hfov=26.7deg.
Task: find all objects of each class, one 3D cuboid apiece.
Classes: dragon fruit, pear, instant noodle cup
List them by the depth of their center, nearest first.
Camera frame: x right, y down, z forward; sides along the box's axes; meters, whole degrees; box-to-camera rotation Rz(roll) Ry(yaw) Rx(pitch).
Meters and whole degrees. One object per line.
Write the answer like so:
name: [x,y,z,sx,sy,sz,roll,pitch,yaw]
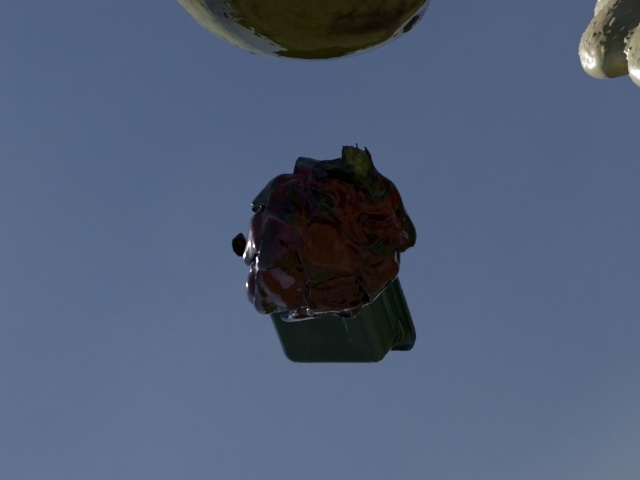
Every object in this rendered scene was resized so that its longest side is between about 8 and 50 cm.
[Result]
pear: [-0.013,-0.284,1.168,0.283,0.283,0.283,-31,-35,-25]
dragon fruit: [0.005,-0.001,1.394,0.182,0.182,0.188,-35,9,-18]
instant noodle cup: [0.011,0.084,1.612,0.070,0.179,0.157,-58,-43,-48]

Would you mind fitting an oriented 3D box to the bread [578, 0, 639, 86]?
bread: [0.359,-0.228,1.138,0.316,0.316,0.054,-39,-65,-13]
